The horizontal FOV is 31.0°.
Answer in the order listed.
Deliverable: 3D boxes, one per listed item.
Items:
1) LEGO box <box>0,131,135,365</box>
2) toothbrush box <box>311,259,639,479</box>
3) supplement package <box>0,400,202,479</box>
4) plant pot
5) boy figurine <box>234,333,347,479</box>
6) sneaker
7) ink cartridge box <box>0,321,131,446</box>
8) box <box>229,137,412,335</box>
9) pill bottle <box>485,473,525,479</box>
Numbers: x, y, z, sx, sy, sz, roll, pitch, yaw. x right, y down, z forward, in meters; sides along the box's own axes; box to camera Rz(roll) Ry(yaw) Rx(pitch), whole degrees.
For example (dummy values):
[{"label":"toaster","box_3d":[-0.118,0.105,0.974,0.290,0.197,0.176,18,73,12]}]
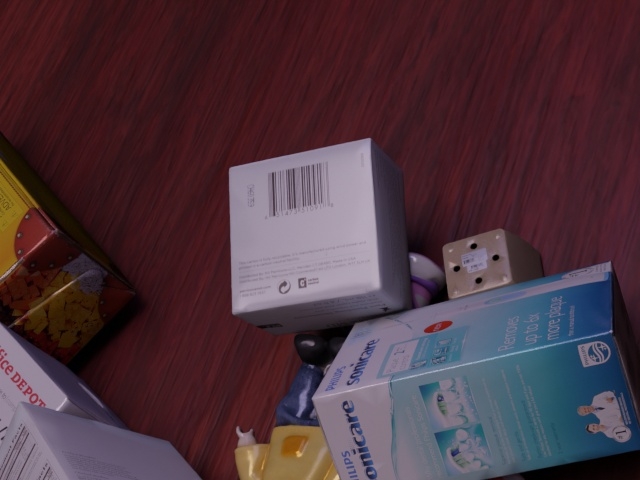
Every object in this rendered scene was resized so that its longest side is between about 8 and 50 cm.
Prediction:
[{"label":"LEGO box","box_3d":[-0.554,0.024,1.618,0.372,0.193,0.500,-45,53,-2]},{"label":"toothbrush box","box_3d":[0.166,0.140,1.163,0.295,0.126,0.216,-16,12,19]},{"label":"supplement package","box_3d":[-0.235,0.328,1.213,0.262,0.199,0.198,30,96,58]},{"label":"plant pot","box_3d":[0.191,0.049,1.305,0.109,0.096,0.109,-17,54,19]},{"label":"boy figurine","box_3d":[-0.029,0.249,1.303,0.177,0.092,0.285,6,60,29]},{"label":"sneaker","box_3d":[0.033,0.064,1.393,0.236,0.095,0.105,7,71,31]},{"label":"ink cartridge box","box_3d":[-0.389,0.281,1.413,0.270,0.197,0.198,-49,50,-7]},{"label":"box","box_3d":[0.000,0.000,1.313,0.181,0.119,0.182,-11,70,21]},{"label":"pill bottle","box_3d":[0.138,0.310,1.155,0.193,0.108,0.108,-43,49,-2]}]
